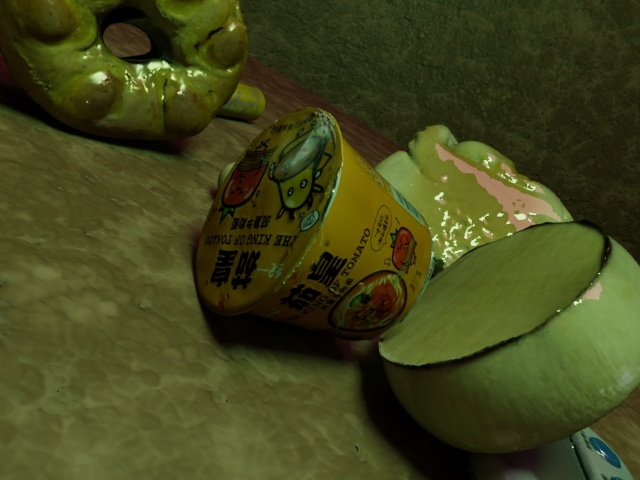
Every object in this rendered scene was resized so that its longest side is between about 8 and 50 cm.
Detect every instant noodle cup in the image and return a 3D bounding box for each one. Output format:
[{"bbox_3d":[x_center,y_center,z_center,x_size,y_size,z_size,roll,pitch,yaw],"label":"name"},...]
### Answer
[{"bbox_3d":[0.000,0.000,0.529,0.172,0.216,0.216,29,18,-34],"label":"instant noodle cup"}]

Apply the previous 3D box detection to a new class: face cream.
[{"bbox_3d":[-0.220,-0.306,1.084,0.078,0.078,0.273,39,20,18],"label":"face cream"}]

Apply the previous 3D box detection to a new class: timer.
[{"bbox_3d":[0.229,0.230,0.504,0.190,0.069,0.208,32,21,1],"label":"timer"}]

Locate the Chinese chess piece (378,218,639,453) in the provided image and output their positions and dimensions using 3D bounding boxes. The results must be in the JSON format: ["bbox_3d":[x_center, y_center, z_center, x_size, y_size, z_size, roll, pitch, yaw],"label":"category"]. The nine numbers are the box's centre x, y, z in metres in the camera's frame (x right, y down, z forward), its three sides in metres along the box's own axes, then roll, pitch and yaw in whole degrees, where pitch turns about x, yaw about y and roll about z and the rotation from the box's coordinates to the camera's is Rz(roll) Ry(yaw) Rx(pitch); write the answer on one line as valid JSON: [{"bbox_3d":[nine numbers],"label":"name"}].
[{"bbox_3d":[0.182,0.085,0.505,0.104,0.257,0.257,58,18,-8],"label":"Chinese chess piece"}]

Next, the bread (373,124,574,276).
[{"bbox_3d":[0.281,-0.033,0.940,0.424,0.245,0.328,46,24,25],"label":"bread"}]

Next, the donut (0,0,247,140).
[{"bbox_3d":[-0.255,-0.274,0.683,0.150,0.299,0.317,34,-16,38],"label":"donut"}]

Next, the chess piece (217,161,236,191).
[{"bbox_3d":[-0.080,-0.048,0.695,0.094,0.094,0.170,12,20,-44],"label":"chess piece"}]
